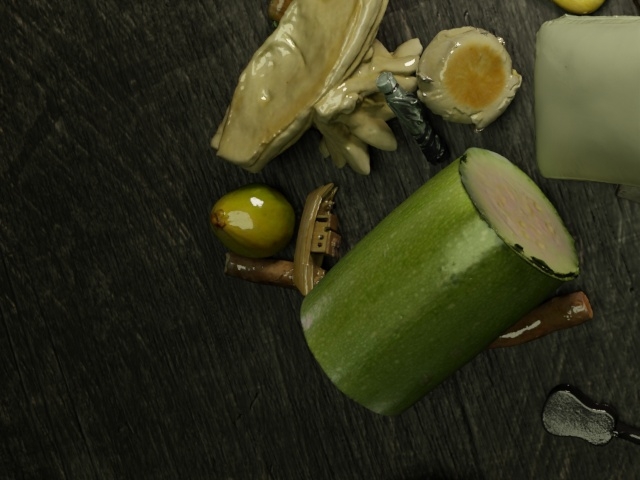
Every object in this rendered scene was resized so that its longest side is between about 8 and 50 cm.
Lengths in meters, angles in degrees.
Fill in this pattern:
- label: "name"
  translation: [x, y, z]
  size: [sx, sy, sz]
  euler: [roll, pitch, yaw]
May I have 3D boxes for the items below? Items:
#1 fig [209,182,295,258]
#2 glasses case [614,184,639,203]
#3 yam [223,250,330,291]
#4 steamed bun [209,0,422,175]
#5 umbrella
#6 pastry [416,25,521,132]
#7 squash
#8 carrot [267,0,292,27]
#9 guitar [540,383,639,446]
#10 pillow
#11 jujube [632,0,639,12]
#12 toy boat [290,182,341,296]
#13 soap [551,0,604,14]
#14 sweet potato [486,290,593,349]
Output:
- label: "fig"
  translation: [-0.121, -0.035, 1.601]
  size: [0.153, 0.121, 0.136]
  euler: [-8, 89, 0]
- label: "glasses case"
  translation: [0.604, -0.070, 1.328]
  size: [0.299, 0.060, 0.114]
  euler: [21, 107, 18]
- label: "yam"
  translation: [-0.070, 0.063, 1.624]
  size: [0.241, 0.057, 0.057]
  euler: [12, 102, 20]
- label: "steamed bun"
  translation: [0.025, -0.261, 1.494]
  size: [0.247, 0.189, 0.428]
  euler: [47, 112, 36]
- label: "umbrella"
  translation: [0.154, -0.200, 1.448]
  size: [0.050, 0.046, 0.188]
  euler: [-23, 126, 25]
- label: "pastry"
  translation: [0.233, -0.261, 1.418]
  size: [0.165, 0.088, 0.166]
  euler: [-2, 107, -8]
- label: "squash"
  translation: [0.178, 0.065, 1.396]
  size: [0.384, 0.263, 0.263]
  euler: [-44, 80, 27]
- label: "carrot"
  translation: [-0.024, -0.484, 1.536]
  size: [0.049, 0.049, 0.254]
  euler: [35, 106, 14]
- label: "guitar"
  translation: [0.493, 0.313, 1.439]
  size: [0.271, 0.038, 0.084]
  euler: [19, 105, 19]
- label: "pillow"
  translation: [0.432, -0.198, 1.278]
  size: [0.322, 0.119, 0.255]
  euler: [20, 118, 57]
- label: "jujube"
  translation: [0.584, -0.404, 1.213]
  size: [0.317, 0.226, 0.226]
  euler: [-6, 95, 17]
- label: "toy boat"
  translation: [0.000, 0.000, 1.559]
  size: [0.072, 0.064, 0.206]
  euler: [5, 79, 27]
- label: "soap"
  translation: [0.373, -0.419, 1.388]
  size: [0.168, 0.033, 0.089]
  euler: [36, 103, 14]
- label: "sweet potato"
  translation: [0.310, 0.149, 1.477]
  size: [0.281, 0.067, 0.059]
  euler: [-22, 67, 26]
